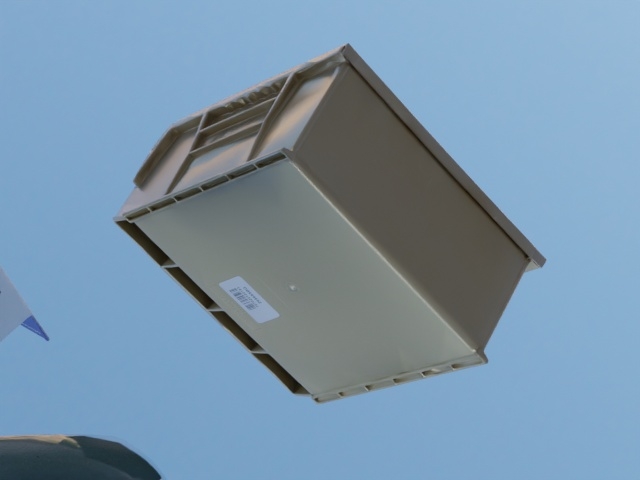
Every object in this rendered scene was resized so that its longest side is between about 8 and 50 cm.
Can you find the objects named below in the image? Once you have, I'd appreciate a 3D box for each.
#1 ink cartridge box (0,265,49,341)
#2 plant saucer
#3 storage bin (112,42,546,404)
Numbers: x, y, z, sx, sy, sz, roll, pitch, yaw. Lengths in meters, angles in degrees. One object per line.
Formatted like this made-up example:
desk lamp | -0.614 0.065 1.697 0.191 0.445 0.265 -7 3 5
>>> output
ink cartridge box | -0.352 -0.008 1.591 0.176 0.371 0.069 27 -107 20
plant saucer | -0.267 0.173 1.383 0.317 0.317 0.044 2 -103 -39
storage bin | 0.000 0.000 1.650 0.262 0.260 0.123 45 -127 -22
